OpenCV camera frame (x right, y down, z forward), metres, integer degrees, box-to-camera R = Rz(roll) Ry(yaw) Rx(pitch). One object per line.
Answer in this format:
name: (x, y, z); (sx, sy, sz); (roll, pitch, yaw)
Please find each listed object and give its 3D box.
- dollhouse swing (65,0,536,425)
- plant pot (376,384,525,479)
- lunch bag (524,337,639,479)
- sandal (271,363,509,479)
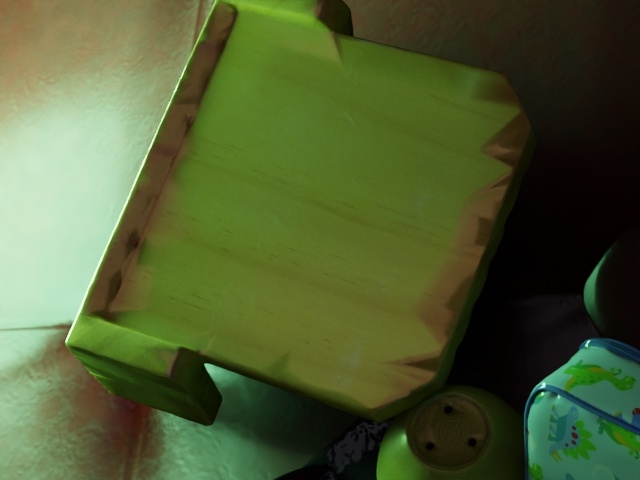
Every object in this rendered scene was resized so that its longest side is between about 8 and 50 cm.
dollhouse swing: (0.000, 0.000, 1.509); (0.305, 0.315, 0.347); (20, 76, 9)
plant pot: (0.104, 0.166, 1.371); (0.134, 0.095, 0.134); (-4, 63, 8)
lunch bag: (0.238, 0.191, 1.282); (0.176, 0.219, 0.090); (26, 47, 34)
sandal: (-0.031, 0.260, 1.453); (0.446, 0.107, 0.167); (-44, 56, 2)
